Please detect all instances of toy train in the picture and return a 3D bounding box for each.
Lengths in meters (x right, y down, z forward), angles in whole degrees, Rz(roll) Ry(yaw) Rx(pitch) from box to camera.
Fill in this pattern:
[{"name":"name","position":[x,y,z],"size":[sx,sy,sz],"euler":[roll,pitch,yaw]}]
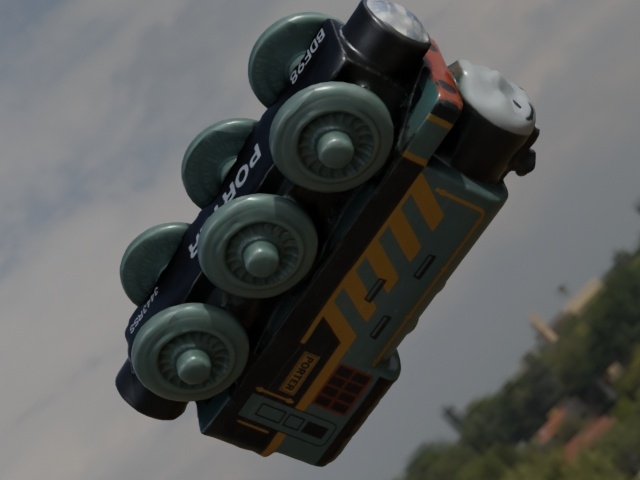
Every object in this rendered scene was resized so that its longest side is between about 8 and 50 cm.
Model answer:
[{"name":"toy train","position":[0.000,0.000,1.230],"size":[0.334,0.190,0.142],"euler":[-56,27,22]}]
